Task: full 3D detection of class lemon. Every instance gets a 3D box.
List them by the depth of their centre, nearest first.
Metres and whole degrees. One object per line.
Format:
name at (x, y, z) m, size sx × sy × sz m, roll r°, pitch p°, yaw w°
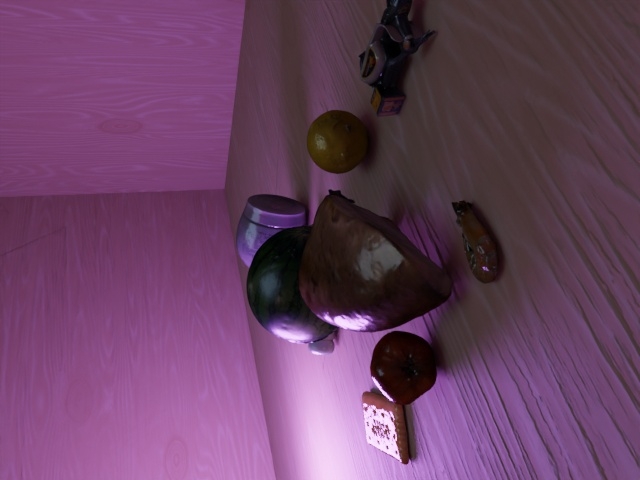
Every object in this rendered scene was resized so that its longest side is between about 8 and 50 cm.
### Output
lemon at (0.045, -0.272, 1.462) m, size 0.206 × 0.173 × 0.174 m, roll -133°, pitch 41°, yaw -80°

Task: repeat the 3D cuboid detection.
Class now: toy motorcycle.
toy motorcycle at (0.165, -0.430, 1.203) m, size 0.263 × 0.090 × 0.157 m, roll 109°, pitch 143°, yaw -54°

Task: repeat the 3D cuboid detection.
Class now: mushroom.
mushroom at (0.105, 0.096, 1.203) m, size 0.314 × 0.224 × 0.397 m, roll -65°, pitch 28°, yaw 9°

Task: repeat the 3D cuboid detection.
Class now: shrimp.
shrimp at (0.290, -0.002, 0.999) m, size 0.099 × 0.041 × 0.180 m, roll 88°, pitch 168°, yaw -60°

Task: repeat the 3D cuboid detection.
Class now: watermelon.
watermelon at (-0.056, 0.129, 1.583) m, size 0.363 × 0.362 × 0.364 m, roll 176°, pitch 90°, yaw -72°

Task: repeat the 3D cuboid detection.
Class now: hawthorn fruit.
hawthorn fruit at (0.181, 0.290, 1.222) m, size 0.203 × 0.162 × 0.163 m, roll 104°, pitch 159°, yaw -78°

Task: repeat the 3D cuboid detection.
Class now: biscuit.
biscuit at (0.173, 0.509, 1.457) m, size 0.249 × 0.030 × 0.160 m, roll 158°, pitch 107°, yaw -71°

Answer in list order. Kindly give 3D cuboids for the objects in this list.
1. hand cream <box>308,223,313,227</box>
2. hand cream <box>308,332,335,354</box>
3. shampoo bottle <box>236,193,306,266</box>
hand cream at (0.000, 0.000, 1.857) m, size 0.186 × 0.054 × 0.087 m, roll -131°, pitch 37°, yaw -51°
hand cream at (0.011, 0.240, 1.836) m, size 0.147 × 0.093 × 0.306 m, roll 165°, pitch 110°, yaw -70°
shampoo bottle at (-0.187, -0.032, 2.057) m, size 0.273 × 0.272 × 0.267 m, roll -131°, pitch 48°, yaw -61°
